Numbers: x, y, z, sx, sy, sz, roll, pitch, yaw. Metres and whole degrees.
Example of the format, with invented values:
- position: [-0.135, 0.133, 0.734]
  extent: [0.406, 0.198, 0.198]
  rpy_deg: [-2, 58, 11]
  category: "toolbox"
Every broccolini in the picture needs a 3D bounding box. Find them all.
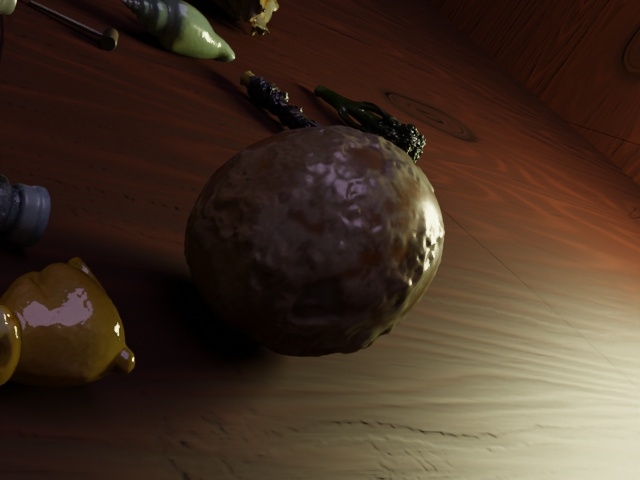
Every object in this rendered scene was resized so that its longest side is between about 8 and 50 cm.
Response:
- position: [0.073, -0.186, 1.514]
  extent: [0.202, 0.068, 0.091]
  rpy_deg: [40, 41, 15]
  category: "broccolini"

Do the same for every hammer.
- position: [-0.293, -0.258, 1.195]
  extent: [0.110, 0.019, 0.035]
  rpy_deg: [22, 24, -16]
  category: "hammer"

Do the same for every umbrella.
- position: [-0.055, -0.181, 1.348]
  extent: [0.144, 0.040, 0.037]
  rpy_deg: [43, 31, 22]
  category: "umbrella"

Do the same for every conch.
- position: [-0.194, -0.276, 1.331]
  extent: [0.180, 0.088, 0.065]
  rpy_deg: [25, 66, -40]
  category: "conch"

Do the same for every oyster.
- position: [-0.084, -0.442, 1.658]
  extent: [0.133, 0.198, 0.337]
  rpy_deg: [30, 13, 3]
  category: "oyster"

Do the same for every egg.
- position: [0.000, 0.000, 0.839]
  extent: [0.233, 0.195, 0.195]
  rpy_deg: [-8, 45, -44]
  category: "egg"

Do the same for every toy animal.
- position: [-0.190, 0.063, 0.595]
  extent: [0.083, 0.070, 0.159]
  rpy_deg: [46, 28, 22]
  category: "toy animal"

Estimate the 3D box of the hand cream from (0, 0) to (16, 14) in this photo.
- position: [-0.440, -0.251, 0.913]
  extent: [0.340, 0.078, 0.124]
  rpy_deg: [3, 38, -41]
  category: "hand cream"

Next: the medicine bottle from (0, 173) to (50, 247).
- position: [-0.281, -0.038, 0.690]
  extent: [0.191, 0.051, 0.051]
  rpy_deg: [18, 27, -40]
  category: "medicine bottle"
